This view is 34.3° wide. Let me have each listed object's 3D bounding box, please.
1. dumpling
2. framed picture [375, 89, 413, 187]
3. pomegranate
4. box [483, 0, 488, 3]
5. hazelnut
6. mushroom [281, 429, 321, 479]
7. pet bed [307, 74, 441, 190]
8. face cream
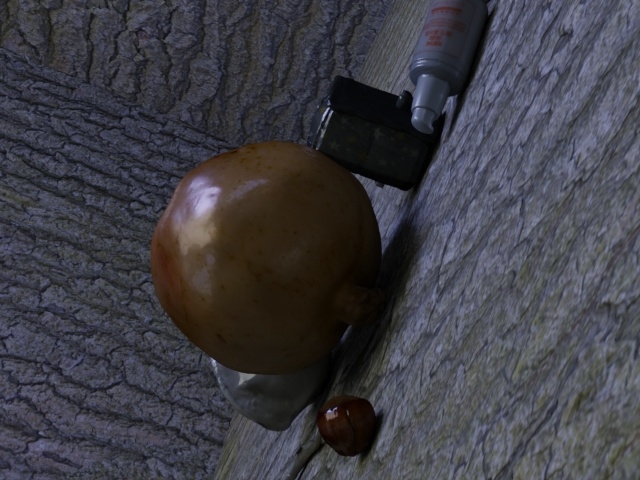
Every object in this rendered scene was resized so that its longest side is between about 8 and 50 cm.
[{"bbox_3d":[-0.090,0.215,1.922,0.243,0.227,0.175,-55,-19,-70],"label":"dumpling"},{"bbox_3d":[0.161,-0.231,2.294,0.265,0.018,0.192,-89,23,-75],"label":"framed picture"},{"bbox_3d":[-0.073,0.032,1.694,0.411,0.412,0.411,-158,90,-84],"label":"pomegranate"},{"bbox_3d":[0.244,-0.469,1.789,0.201,0.141,0.058,134,152,-80],"label":"box"},{"bbox_3d":[0.035,0.247,1.382,0.086,0.086,0.086,-158,90,-84],"label":"hazelnut"},{"bbox_3d":[-0.048,0.402,1.761,0.068,0.043,0.306,-108,38,-54],"label":"mushroom"},{"bbox_3d":[0.093,-0.200,1.823,0.183,0.211,0.159,-77,8,-74],"label":"pet bed"},{"bbox_3d":[0.201,-0.292,1.727,0.101,0.101,0.251,127,164,-69],"label":"face cream"}]
